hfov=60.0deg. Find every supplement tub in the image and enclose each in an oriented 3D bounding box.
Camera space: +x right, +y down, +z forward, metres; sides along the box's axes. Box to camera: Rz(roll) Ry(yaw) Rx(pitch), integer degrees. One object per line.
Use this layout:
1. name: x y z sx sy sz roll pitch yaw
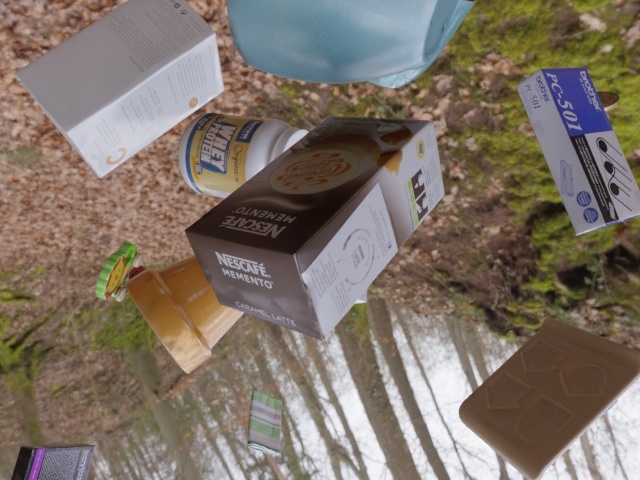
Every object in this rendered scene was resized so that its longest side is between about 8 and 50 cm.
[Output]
1. supplement tub: -0.120 -0.135 0.933 0.199 0.144 0.144 11 -158 26

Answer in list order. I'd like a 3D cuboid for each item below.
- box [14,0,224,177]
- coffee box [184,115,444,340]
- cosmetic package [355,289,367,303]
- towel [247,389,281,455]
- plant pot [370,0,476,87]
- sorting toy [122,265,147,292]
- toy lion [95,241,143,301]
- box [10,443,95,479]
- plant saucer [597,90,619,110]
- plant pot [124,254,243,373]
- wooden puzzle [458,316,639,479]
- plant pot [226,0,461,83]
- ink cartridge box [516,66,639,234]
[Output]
1. box: -0.391 -0.326 1.145 0.345 0.168 0.215 -40 171 -15
2. coffee box: 0.007 -0.030 0.572 0.141 0.098 0.246 11 -138 36
3. cosmetic package: 0.000 0.000 1.587 0.284 0.377 0.097 -13 155 40
4. towel: -0.145 0.484 1.476 0.023 0.113 0.152 -26 -134 31
5. plant pot: 0.154 -0.484 1.225 0.293 0.293 0.235 -29 152 -52
6. sorting toy: -0.405 0.081 1.191 0.102 0.061 0.042 5 -177 18
7. toy lion: -0.308 0.045 0.840 0.034 0.100 0.096 20 153 -2
8. box: -0.437 0.393 0.901 0.029 0.116 0.162 5 162 16
9. plant saucer: 0.501 -0.250 1.016 0.083 0.015 0.083 -14 -149 9
10. plant pot: -0.231 0.112 1.052 0.188 0.205 0.205 -35 -168 -16
11. wooden puzzle: 0.517 0.355 1.265 0.348 0.080 0.322 -45 -165 -6
12. plant pot: 0.057 -0.301 0.629 0.195 0.290 0.290 26 -158 13
13. ink cartridge box: 0.331 -0.117 0.705 0.097 0.207 0.046 -13 169 -31
